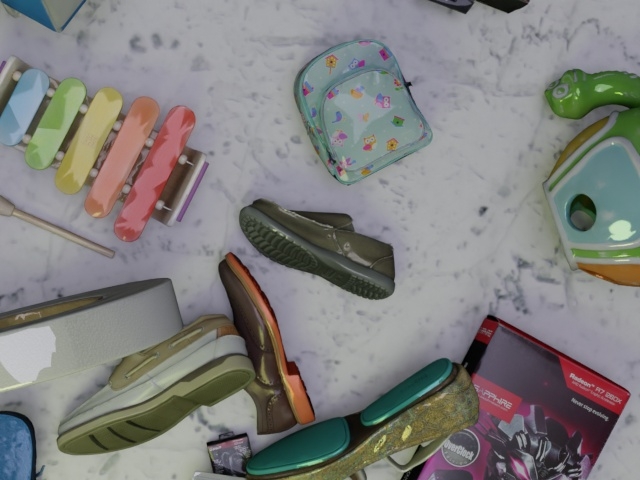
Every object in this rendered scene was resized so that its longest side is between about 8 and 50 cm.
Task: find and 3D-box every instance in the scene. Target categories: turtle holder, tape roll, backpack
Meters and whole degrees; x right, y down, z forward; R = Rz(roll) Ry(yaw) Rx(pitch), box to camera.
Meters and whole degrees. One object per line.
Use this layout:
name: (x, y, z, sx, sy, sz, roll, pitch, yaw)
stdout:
turtle holder: (0.431, -0.086, 1.825, 0.227, 0.243, 0.320, -19, 104, 10)
tape roll: (-0.370, 0.128, 1.650, 0.392, 0.392, 0.072, -14, 93, -7)
backpack: (0.053, -0.189, 1.819, 0.166, 0.144, 0.188, -27, 92, -1)

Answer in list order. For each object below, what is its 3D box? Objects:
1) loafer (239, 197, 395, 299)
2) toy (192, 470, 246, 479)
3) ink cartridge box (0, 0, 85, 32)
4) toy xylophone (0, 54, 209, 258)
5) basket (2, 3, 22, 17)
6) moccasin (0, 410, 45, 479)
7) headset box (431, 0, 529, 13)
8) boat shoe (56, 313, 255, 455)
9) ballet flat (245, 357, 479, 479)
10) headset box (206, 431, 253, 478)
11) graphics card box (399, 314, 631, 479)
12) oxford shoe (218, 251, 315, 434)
loafer: (0.000, 0.000, 1.853, 0.251, 0.094, 0.087, 27, 63, -17)
toy: (-0.154, 0.449, 1.846, 0.137, 0.056, 0.237, 14, 87, -27)
ink cartridge box: (-0.423, -0.492, 1.645, 0.395, 0.166, 0.285, 29, 74, 14)
toy xylophone: (-0.326, -0.108, 1.799, 0.323, 0.081, 0.236, 19, 90, -8)
basket: (-0.384, -0.398, 1.769, 0.167, 0.113, 0.103, -32, 92, -6)
moccasin: (-0.467, 0.394, 1.785, 0.138, 0.117, 0.342, 18, 94, 4)
headset box: (0.223, -0.475, 1.846, 0.218, 0.110, 0.293, 18, 89, -8)
boat shoe: (-0.238, 0.205, 1.809, 0.302, 0.113, 0.103, -25, 61, 8)
ballet flat: (0.065, 0.289, 1.804, 0.349, 0.123, 0.123, -28, 95, 7)
headset box: (-0.128, 0.319, 1.864, 0.062, 0.032, 0.083, -14, 93, -8)
graphics card box: (0.263, 0.325, 1.887, 0.233, 0.094, 0.371, 29, 89, -7)
oxford shoe: (-0.099, 0.150, 1.834, 0.098, 0.097, 0.271, -22, 95, 0)
